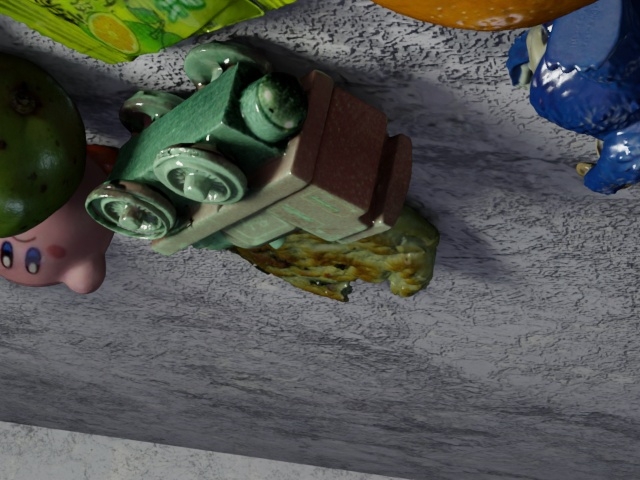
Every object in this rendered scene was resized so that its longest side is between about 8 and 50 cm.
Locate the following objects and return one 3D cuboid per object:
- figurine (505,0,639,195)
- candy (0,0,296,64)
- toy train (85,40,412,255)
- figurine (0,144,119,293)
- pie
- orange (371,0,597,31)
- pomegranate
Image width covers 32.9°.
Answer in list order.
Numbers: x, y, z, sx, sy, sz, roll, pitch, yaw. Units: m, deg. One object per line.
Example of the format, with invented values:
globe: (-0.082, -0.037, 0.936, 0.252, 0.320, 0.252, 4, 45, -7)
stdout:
figurine: (0.209, -0.121, 0.785, 0.120, 0.164, 0.262, -38, 158, 9)
candy: (-0.149, -0.194, 0.860, 0.246, 0.069, 0.149, -10, 148, 42)
toy train: (-0.078, -0.064, 1.032, 0.221, 0.150, 0.304, 27, 153, -29)
figurine: (-0.314, -0.030, 1.218, 0.173, 0.173, 0.173, 10, 159, 4)
pie: (-0.005, -0.003, 1.269, 0.302, 0.067, 0.302, 11, 160, 4)
orange: (0.079, -0.217, 0.540, 0.240, 0.171, 0.240, 7, 151, 4)
pomegranate: (-0.338, -0.080, 1.067, 0.187, 0.187, 0.225, 26, 140, -33)
